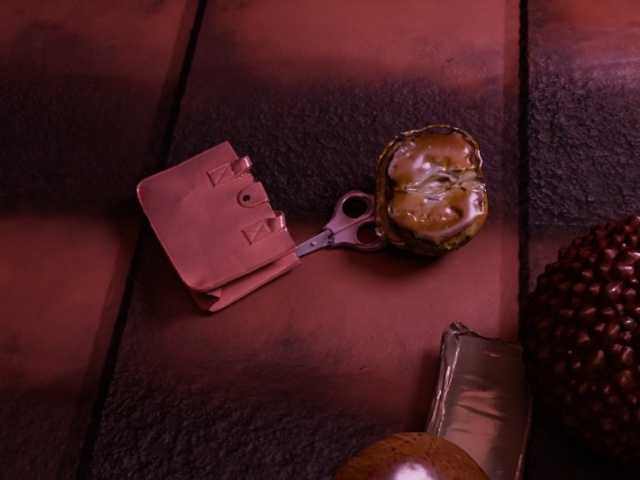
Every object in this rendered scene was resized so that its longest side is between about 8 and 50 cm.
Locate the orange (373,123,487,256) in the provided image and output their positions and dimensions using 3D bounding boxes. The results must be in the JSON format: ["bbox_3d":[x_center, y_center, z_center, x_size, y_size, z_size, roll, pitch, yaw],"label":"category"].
[{"bbox_3d":[0.140,-0.058,1.155,0.170,0.112,0.160,-46,73,5],"label":"orange"}]

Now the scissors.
[{"bbox_3d":[0.000,0.000,1.193,0.189,0.015,0.100,-25,56,-7],"label":"scissors"}]

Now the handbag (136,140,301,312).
[{"bbox_3d":[-0.133,-0.024,1.196,0.157,0.059,0.212,-28,56,-9],"label":"handbag"}]

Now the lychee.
[{"bbox_3d":[0.334,0.089,0.946,0.272,0.271,0.271,-3,57,5],"label":"lychee"}]

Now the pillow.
[{"bbox_3d":[0.177,0.194,1.021,0.119,0.053,0.208,12,60,9],"label":"pillow"}]

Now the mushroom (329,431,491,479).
[{"bbox_3d":[0.077,0.312,0.883,0.267,0.267,0.254,-33,33,-13],"label":"mushroom"}]
